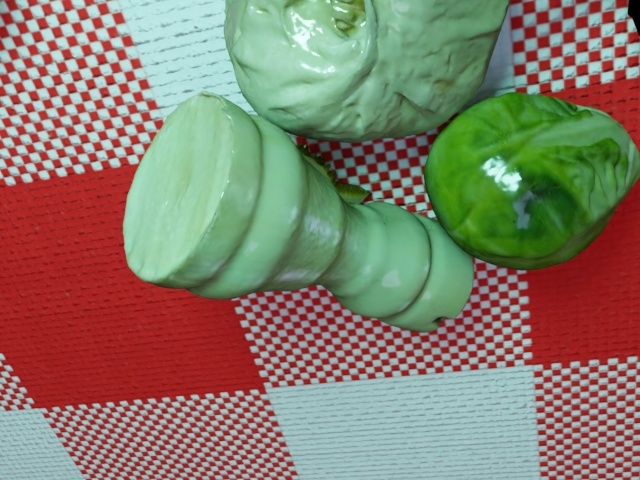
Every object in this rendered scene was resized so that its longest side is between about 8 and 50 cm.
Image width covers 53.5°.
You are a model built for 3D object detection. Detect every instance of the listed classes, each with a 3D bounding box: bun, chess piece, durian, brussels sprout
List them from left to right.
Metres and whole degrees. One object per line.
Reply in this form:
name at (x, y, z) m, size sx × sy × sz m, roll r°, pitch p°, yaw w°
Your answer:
durian at (-0.035, -0.085, 0.934) m, size 0.224 × 0.078 × 0.141 m, roll 4°, pitch 116°, yaw -23°
chess piece at (0.000, 0.000, 0.815) m, size 0.441 × 0.234 × 0.234 m, roll 20°, pitch 127°, yaw -37°
bun at (0.047, -0.263, 0.716) m, size 0.360 × 0.213 × 0.361 m, roll 4°, pitch 125°, yaw 7°
brussels sprout at (0.274, -0.077, 0.814) m, size 0.271 × 0.220 × 0.210 m, roll -22°, pitch 165°, yaw -3°

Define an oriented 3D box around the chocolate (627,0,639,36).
chocolate at (0.529, -0.268, 0.538) m, size 0.383 × 0.331 × 0.384 m, roll -7°, pitch 122°, yaw -11°
